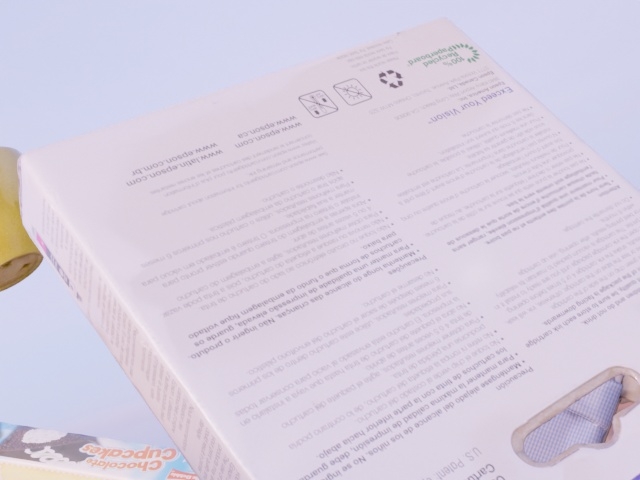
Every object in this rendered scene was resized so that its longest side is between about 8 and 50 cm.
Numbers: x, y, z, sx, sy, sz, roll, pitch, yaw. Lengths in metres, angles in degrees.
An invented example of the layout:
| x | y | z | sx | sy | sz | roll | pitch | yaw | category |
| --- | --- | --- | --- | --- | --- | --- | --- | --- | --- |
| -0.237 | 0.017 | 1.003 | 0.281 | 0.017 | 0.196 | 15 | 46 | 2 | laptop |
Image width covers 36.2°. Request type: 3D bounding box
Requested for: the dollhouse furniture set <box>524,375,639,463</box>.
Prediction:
| x | y | z | sx | sy | sz | roll | pitch | yaw | category |
| --- | --- | --- | --- | --- | --- | --- | --- | --- | --- |
| 0.212 | 0.205 | 0.847 | 0.303 | 0.286 | 0.198 | 21 | -13 | 27 | dollhouse furniture set |

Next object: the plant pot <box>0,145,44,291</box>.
| x | y | z | sx | sy | sz | roll | pitch | yaw | category |
| --- | --- | --- | --- | --- | --- | --- | --- | --- | --- |
| -0.307 | -0.007 | 0.896 | 0.134 | 0.095 | 0.134 | -35 | -11 | -8 | plant pot |

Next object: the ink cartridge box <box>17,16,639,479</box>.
| x | y | z | sx | sy | sz | roll | pitch | yaw | category |
| --- | --- | --- | --- | --- | --- | --- | --- | --- | --- |
| 0.052 | 0.024 | 0.554 | 0.324 | 0.330 | 0.071 | -23 | -30 | -31 | ink cartridge box |

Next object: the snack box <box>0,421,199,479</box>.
| x | y | z | sx | sy | sz | roll | pitch | yaw | category |
| --- | --- | --- | --- | --- | --- | --- | --- | --- | --- |
| -0.228 | 0.273 | 0.911 | 0.321 | 0.187 | 0.060 | 6 | 22 | 13 | snack box |
